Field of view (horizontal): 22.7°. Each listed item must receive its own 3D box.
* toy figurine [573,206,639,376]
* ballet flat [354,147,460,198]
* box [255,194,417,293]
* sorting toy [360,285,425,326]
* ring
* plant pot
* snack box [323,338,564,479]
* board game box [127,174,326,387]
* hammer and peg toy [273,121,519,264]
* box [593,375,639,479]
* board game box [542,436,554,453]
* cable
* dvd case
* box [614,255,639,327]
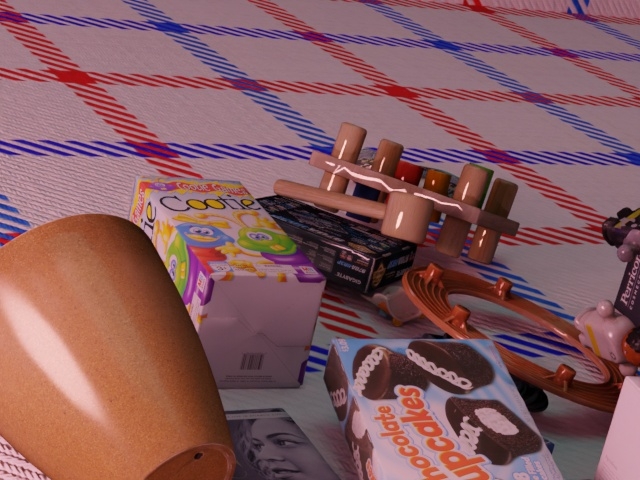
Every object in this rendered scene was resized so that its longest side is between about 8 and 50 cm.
[{"bbox_3d":[0.426,0.072,1.882,0.209,0.213,0.148,19,1,-28],"label":"toy figurine"},{"bbox_3d":[0.132,-0.085,2.457,0.188,0.070,0.070,17,21,14],"label":"ballet flat"},{"bbox_3d":[0.000,0.000,2.122,0.220,0.051,0.175,20,13,18],"label":"box"},{"bbox_3d":[0.093,0.075,2.039,0.083,0.045,0.075,-14,21,-35],"label":"sorting toy"},{"bbox_3d":[0.256,0.110,1.945,0.336,0.032,0.336,25,15,-7],"label":"ring"},{"bbox_3d":[-0.194,0.144,1.478,0.237,0.237,0.254,-6,42,-40],"label":"plant pot"},{"bbox_3d":[0.130,0.215,1.588,0.187,0.060,0.322,1,33,-17],"label":"snack box"},{"bbox_3d":[-0.122,0.043,1.846,0.144,0.142,0.275,2,24,-27],"label":"board game box"},{"bbox_3d":[0.112,-0.071,2.161,0.266,0.127,0.361,21,3,20],"label":"hammer and peg toy"},{"bbox_3d":[0.360,0.232,1.608,0.130,0.170,0.091,2,24,-22],"label":"box"},{"bbox_3d":[0.135,0.203,1.740,0.136,0.035,0.201,-9,29,-44],"label":"board game box"},{"bbox_3d":[0.198,0.150,1.838,0.184,0.047,0.150,16,11,-46],"label":"cable"},{"bbox_3d":[-0.065,0.229,1.579,0.164,0.018,0.221,0,24,-29],"label":"dvd case"},{"bbox_3d":[0.594,0.048,2.044,0.212,0.294,0.395,4,22,-22],"label":"box"}]
